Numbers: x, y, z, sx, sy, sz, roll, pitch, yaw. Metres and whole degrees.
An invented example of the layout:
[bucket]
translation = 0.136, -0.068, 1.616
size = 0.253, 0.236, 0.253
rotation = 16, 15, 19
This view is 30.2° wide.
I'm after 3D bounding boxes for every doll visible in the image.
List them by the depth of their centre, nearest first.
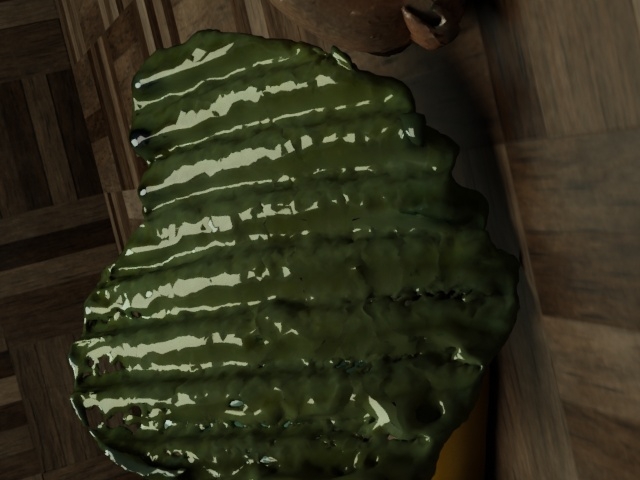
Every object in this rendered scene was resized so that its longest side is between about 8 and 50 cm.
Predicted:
[doll]
translation = 0.017, -0.244, 0.947
size = 0.201, 0.156, 0.303
rotation = 34, -172, -13

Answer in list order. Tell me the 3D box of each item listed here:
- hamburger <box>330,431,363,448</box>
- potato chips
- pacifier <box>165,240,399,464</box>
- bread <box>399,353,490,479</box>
[hamburger]
translation = -0.021, 0.232, 1.491
size = 0.214, 0.108, 0.214
rotation = 51, 152, 42
[potato chips]
translation = -0.039, 0.028, 0.958
size = 0.389, 0.097, 0.373
rotation = 18, 92, 27
[pacifier]
translation = -0.020, 0.094, 1.161
size = 0.269, 0.288, 0.343
rotation = 48, -148, -37
[bread]
translation = 0.109, 0.185, 1.076
size = 0.092, 0.074, 0.239
rotation = 45, 147, 50
